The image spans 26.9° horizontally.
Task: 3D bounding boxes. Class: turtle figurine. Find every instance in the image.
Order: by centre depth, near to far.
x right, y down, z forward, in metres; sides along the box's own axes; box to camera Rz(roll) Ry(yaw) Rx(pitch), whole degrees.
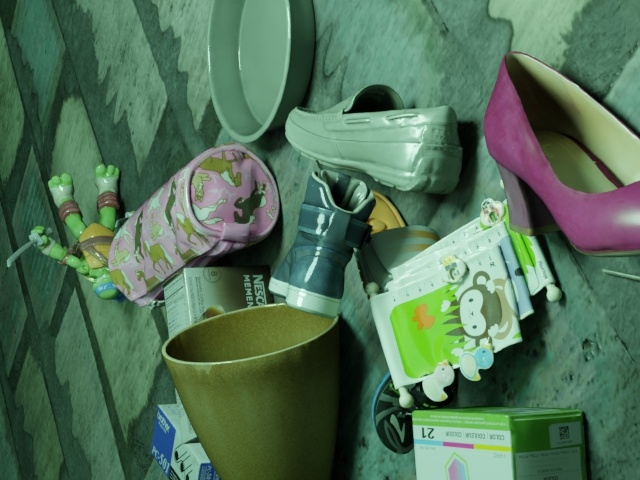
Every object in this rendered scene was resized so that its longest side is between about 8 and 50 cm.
[{"bbox_3d":[-0.429,-0.040,2.478,0.198,0.275,0.266,-35,49,18],"label":"turtle figurine"}]

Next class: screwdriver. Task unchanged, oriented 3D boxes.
[{"bbox_3d":[0.312,0.041,1.237,0.025,0.024,0.170,62,162,-12],"label":"screwdriver"}]

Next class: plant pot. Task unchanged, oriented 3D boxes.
[{"bbox_3d":[-0.071,0.240,1.789,0.237,0.237,0.254,13,116,62],"label":"plant pot"}]

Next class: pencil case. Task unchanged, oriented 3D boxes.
[{"bbox_3d":[-0.203,-0.015,2.077,0.167,0.160,0.386,56,147,1],"label":"pencil case"}]

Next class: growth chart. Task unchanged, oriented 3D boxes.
[{"bbox_3d":[0.151,0.064,1.441,0.237,0.021,0.172,-37,62,26],"label":"growth chart"}]

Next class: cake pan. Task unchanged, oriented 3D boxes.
[{"bbox_3d":[-0.088,-0.288,1.952,0.293,0.054,0.293,3,94,63],"label":"cake pan"}]

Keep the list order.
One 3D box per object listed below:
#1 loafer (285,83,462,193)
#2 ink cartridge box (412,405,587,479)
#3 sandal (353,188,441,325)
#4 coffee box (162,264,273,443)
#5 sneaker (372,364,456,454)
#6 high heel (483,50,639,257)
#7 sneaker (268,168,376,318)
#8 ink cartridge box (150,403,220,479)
[{"bbox_3d":[0.063,-0.135,1.619,0.319,0.112,0.111,21,105,53],"label":"loafer"},{"bbox_3d":[0.190,0.304,1.395,0.189,0.097,0.255,-12,80,62],"label":"ink cartridge box"},{"bbox_3d":[0.089,0.003,1.572,0.265,0.102,0.076,-117,34,-44],"label":"sandal"},{"bbox_3d":[-0.140,0.168,1.980,0.098,0.141,0.246,-35,59,59],"label":"coffee box"},{"bbox_3d":[0.113,0.180,1.569,0.078,0.067,0.188,-117,40,-51],"label":"sneaker"},{"bbox_3d":[0.253,-0.087,1.211,0.377,0.127,0.181,-170,70,-66],"label":"high heel"},{"bbox_3d":[0.002,0.000,1.575,0.226,0.086,0.163,-167,91,-80],"label":"sneaker"},{"bbox_3d":[-0.226,0.365,2.254,0.207,0.046,0.097,40,124,56],"label":"ink cartridge box"}]
